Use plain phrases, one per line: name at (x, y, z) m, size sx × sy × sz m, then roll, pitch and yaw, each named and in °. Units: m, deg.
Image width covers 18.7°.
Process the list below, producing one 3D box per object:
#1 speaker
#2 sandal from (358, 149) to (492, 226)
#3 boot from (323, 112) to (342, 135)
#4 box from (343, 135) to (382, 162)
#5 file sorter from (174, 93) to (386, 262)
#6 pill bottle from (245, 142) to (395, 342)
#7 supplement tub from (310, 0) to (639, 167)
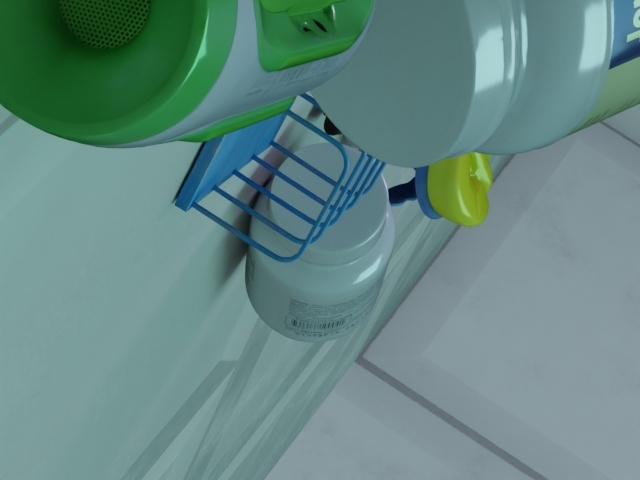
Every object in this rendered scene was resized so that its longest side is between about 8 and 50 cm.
speaker at (-0.058, -0.116, 0.899) m, size 0.131 × 0.131 × 0.296 m, roll -59°, pitch 172°, yaw 15°
sandal at (0.121, -0.141, 2.051) m, size 0.317 × 0.138 × 0.126 m, roll -70°, pitch 145°, yaw -44°
boot at (0.035, -0.147, 1.741) m, size 0.118 × 0.042 × 0.087 m, roll -60°, pitch 179°, yaw 29°
box at (0.140, -0.252, 1.903) m, size 0.322 × 0.058 × 0.232 m, roll -53°, pitch 172°, yaw -22°
file sorter at (-0.012, -0.072, 1.474) m, size 0.118 × 0.104 × 0.170 m, roll -60°, pitch 172°, yaw 28°
pill bottle at (0.000, 0.000, 1.754) m, size 0.131 × 0.131 × 0.229 m, roll -55°, pitch 172°, yaw -18°
supplement tub at (0.154, -0.192, 1.241) m, size 0.325 × 0.235 × 0.235 m, roll -24°, pitch 156°, yaw -30°
